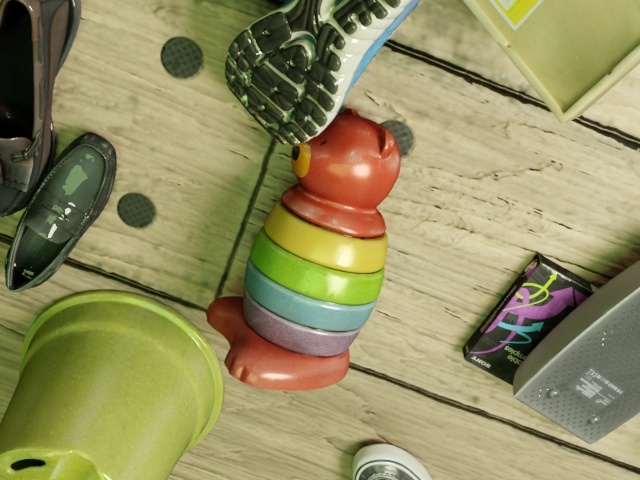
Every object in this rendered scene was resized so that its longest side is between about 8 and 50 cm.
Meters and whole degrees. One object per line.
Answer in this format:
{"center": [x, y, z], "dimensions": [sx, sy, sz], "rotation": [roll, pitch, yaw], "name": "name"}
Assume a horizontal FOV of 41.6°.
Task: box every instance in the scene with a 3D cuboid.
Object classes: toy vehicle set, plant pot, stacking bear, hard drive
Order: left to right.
{"center": [-0.278, 0.239, 1.016], "dimensions": [0.276, 0.254, 0.276], "rotation": [3, 116, 5], "name": "plant pot"}
{"center": [0.000, 0.000, 0.926], "dimensions": [0.164, 0.175, 0.289], "rotation": [11, 109, -24], "name": "stacking bear"}
{"center": [0.195, -0.258, 0.742], "dimensions": [0.267, 0.035, 0.166], "rotation": [55, 137, 10], "name": "toy vehicle set"}
{"center": [0.357, 0.120, 0.974], "dimensions": [0.172, 0.054, 0.254], "rotation": [33, 113, -29], "name": "hard drive"}

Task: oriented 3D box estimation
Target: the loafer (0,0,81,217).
{"center": [-0.344, -0.149, 0.919], "dimensions": [0.109, 0.095, 0.302], "rotation": [22, 117, -4], "name": "loafer"}

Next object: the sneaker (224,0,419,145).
{"center": [0.025, -0.214, 0.817], "dimensions": [0.130, 0.147, 0.330], "rotation": [49, 137, 0], "name": "sneaker"}

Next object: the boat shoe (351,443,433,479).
{"center": [0.115, 0.415, 1.144], "dimensions": [0.108, 0.102, 0.301], "rotation": [-12, 115, 12], "name": "boat shoe"}

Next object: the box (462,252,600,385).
{"center": [0.264, 0.108, 1.016], "dimensions": [0.116, 0.029, 0.162], "rotation": [28, 117, -8], "name": "box"}

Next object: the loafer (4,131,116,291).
{"center": [-0.306, -0.026, 0.985], "dimensions": [0.076, 0.078, 0.223], "rotation": [32, 115, -10], "name": "loafer"}
